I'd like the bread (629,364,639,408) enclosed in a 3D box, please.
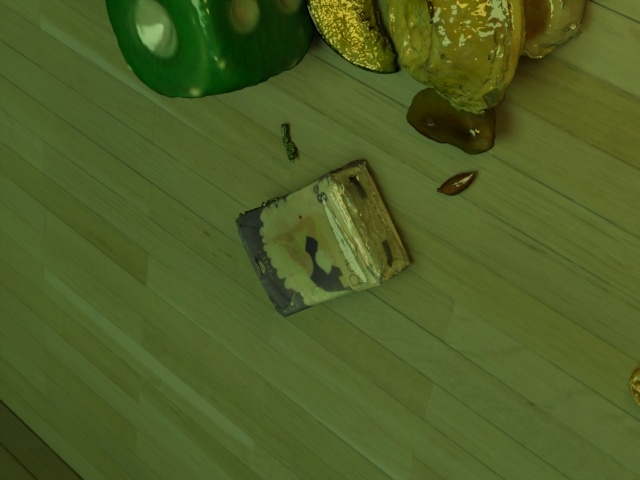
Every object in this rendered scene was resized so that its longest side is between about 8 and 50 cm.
[{"bbox_3d":[0.566,0.242,1.822,0.111,0.044,0.083,-14,98,48],"label":"bread"}]

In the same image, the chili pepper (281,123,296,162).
[{"bbox_3d":[-0.067,-0.200,2.253,0.027,0.022,0.083,-4,105,49],"label":"chili pepper"}]

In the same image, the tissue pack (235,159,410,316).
[{"bbox_3d":[0.000,0.000,2.217,0.344,0.125,0.242,-22,94,48],"label":"tissue pack"}]

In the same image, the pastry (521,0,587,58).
[{"bbox_3d":[0.330,-0.366,1.687,0.166,0.088,0.165,24,127,37],"label":"pastry"}]

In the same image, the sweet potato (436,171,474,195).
[{"bbox_3d":[0.246,-0.101,1.970,0.095,0.034,0.034,-26,92,51],"label":"sweet potato"}]

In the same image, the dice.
[{"bbox_3d":[-0.201,-0.442,2.045,0.297,0.300,0.287,7,120,43],"label":"dice"}]

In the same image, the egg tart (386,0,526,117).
[{"bbox_3d":[0.192,-0.355,1.717,0.345,0.132,0.345,168,90,-75],"label":"egg tart"}]

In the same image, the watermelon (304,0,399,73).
[{"bbox_3d":[0.042,-0.432,1.972,0.129,0.123,0.301,-15,102,17],"label":"watermelon"}]

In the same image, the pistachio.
[{"bbox_3d":[0.235,-0.213,1.873,0.189,0.100,0.110,27,107,46],"label":"pistachio"}]
